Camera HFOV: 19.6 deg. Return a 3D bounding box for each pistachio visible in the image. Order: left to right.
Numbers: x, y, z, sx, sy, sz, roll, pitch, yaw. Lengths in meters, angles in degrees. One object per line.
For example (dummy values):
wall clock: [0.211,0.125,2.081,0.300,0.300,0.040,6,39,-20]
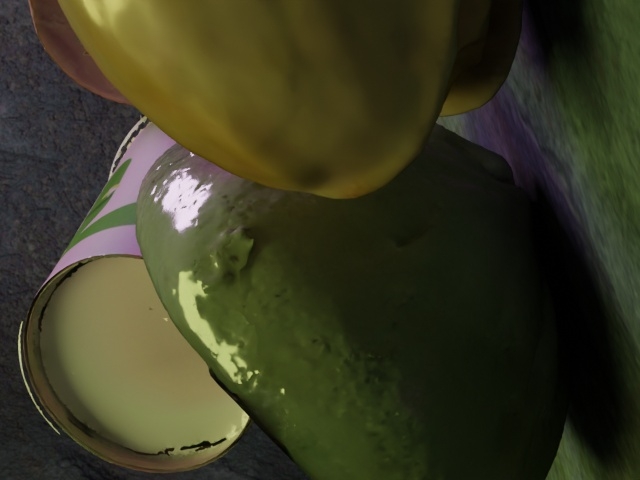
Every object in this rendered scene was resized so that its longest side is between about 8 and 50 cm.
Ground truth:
pistachio: [-0.018,-0.175,0.832,0.230,0.230,0.309,-125,14,-73]

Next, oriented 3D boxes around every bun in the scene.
bun: [0.041,0.025,1.047,0.293,0.187,0.293,50,-174,-7]

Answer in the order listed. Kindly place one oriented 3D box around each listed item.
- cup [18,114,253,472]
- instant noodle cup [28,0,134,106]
cup: [-0.098,0.041,1.485,0.274,0.253,0.253,-60,-42,-59]
instant noodle cup: [-0.132,-0.276,1.577,0.243,0.243,0.231,77,179,-47]
